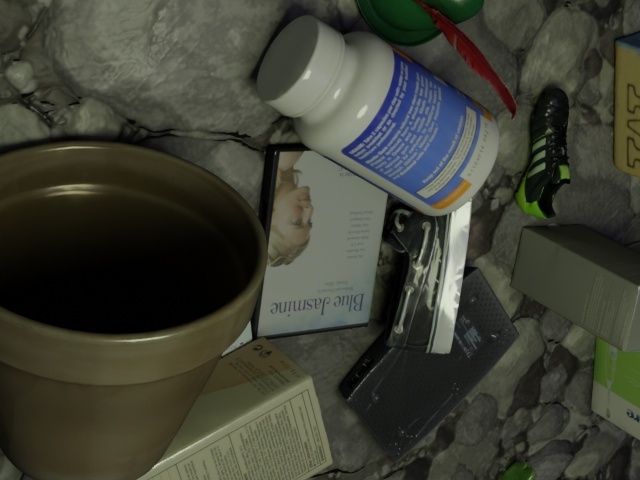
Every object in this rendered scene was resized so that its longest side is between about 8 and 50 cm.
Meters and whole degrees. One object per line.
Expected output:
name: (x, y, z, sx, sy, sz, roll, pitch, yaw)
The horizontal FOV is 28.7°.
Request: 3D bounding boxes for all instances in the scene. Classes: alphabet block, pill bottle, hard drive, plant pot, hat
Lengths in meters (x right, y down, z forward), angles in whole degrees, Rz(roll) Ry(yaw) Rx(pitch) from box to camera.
alphabet block: (0.541, -0.190, 1.746, 0.192, 0.193, 0.197, -20, 120, -25)
pill bottle: (0.065, -0.148, 1.450, 0.272, 0.152, 0.152, 29, 92, -31)
hard drive: (0.148, 0.165, 1.718, 0.254, 0.054, 0.172, -44, 128, -11)
plant pot: (-0.233, 0.096, 1.292, 0.323, 0.323, 0.280, -13, 134, -30)
hat: (0.165, -0.288, 1.441, 0.173, 0.183, 0.208, -51, 128, -7)

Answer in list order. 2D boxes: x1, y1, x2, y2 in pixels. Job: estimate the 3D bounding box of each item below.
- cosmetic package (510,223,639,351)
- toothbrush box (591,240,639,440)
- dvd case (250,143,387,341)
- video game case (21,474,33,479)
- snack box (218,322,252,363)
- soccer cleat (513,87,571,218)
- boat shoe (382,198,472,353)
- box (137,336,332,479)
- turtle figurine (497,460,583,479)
cosmetic package: (0.388, 0.060, 1.723, 0.127, 0.238, 0.107, -2, 108, -31)
toothbrush box: (0.529, 0.165, 1.886, 0.122, 0.206, 0.283, -15, 117, -30)
dvd case: (0.000, 0.000, 1.563, 0.180, 0.022, 0.253, -6, 113, -33)
video game case: (-0.253, 0.399, 1.555, 0.329, 0.036, 0.300, 18, 100, -39)
snack box: (-0.133, 0.119, 1.512, 0.100, 0.037, 0.141, -18, 120, -26)
soccer cleat: (0.315, -0.116, 1.697, 0.060, 0.072, 0.179, -2, 111, -34)
boat shoe: (0.132, -0.006, 1.605, 0.102, 0.108, 0.301, 6, 99, -3)
box: (-0.154, 0.258, 1.459, 0.311, 0.121, 0.148, -26, 124, -23)
turtle figurine: (0.413, 0.443, 1.940, 0.266, 0.274, 0.198, 41, 50, -35)
